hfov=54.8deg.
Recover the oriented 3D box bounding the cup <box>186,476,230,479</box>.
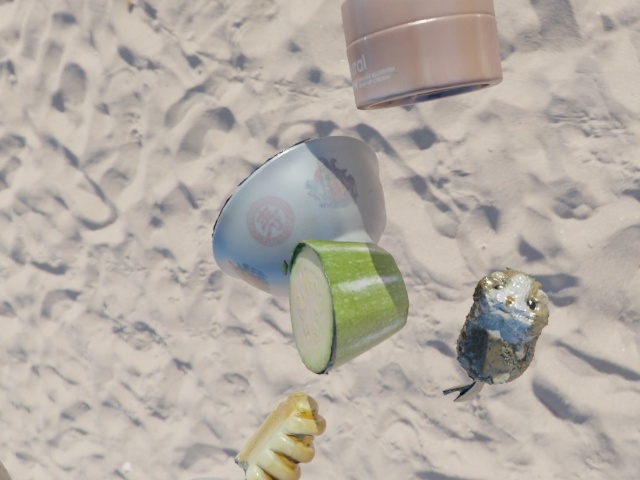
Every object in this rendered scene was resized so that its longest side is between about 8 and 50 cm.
[{"bbox_3d":[-0.161,0.360,0.581,0.212,0.317,0.212,-2,78,10],"label":"cup"}]

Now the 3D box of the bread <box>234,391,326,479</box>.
[{"bbox_3d":[-0.058,0.313,0.924,0.084,0.119,0.177,38,82,-10],"label":"bread"}]

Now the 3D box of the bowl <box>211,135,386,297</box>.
[{"bbox_3d":[0.000,0.000,1.069,0.157,0.345,0.345,53,124,29],"label":"bowl"}]

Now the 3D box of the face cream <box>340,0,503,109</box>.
[{"bbox_3d":[0.100,-0.195,0.616,0.149,0.149,0.104,-5,99,35],"label":"face cream"}]

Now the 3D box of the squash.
[{"bbox_3d":[0.028,0.073,0.786,0.170,0.123,0.170,167,90,-69],"label":"squash"}]

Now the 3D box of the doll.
[{"bbox_3d":[0.247,0.143,0.865,0.105,0.115,0.221,19,113,17],"label":"doll"}]

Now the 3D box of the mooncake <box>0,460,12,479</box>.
[{"bbox_3d":[-0.447,0.298,0.724,0.250,0.136,0.254,28,143,40],"label":"mooncake"}]
